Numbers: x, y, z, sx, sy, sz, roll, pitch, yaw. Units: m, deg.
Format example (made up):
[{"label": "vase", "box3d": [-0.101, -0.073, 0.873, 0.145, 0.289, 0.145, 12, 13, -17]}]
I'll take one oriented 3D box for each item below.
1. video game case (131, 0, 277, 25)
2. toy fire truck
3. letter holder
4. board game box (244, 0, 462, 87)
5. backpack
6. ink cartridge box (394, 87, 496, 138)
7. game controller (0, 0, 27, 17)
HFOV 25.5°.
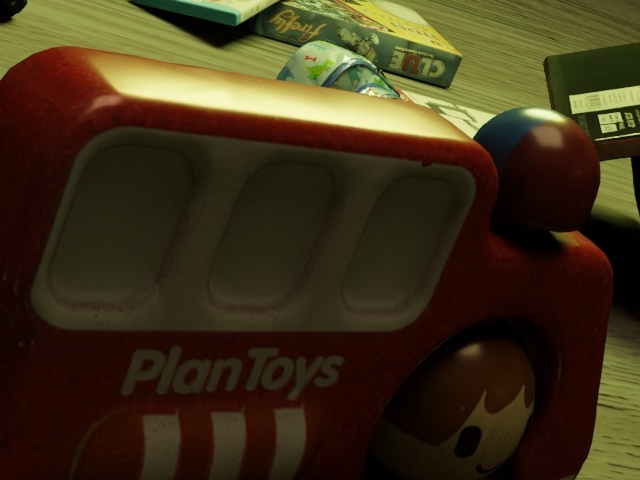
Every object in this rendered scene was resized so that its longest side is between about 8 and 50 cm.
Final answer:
[{"label": "video game case", "box3d": [-0.099, -0.259, 1.442, 0.119, 0.015, 0.166, 16, 30, 20]}, {"label": "toy fire truck", "box3d": [-0.002, 0.067, 0.497, 0.302, 0.254, 0.169, 4, 28, -41]}, {"label": "letter holder", "box3d": [0.287, -0.035, 1.230, 0.152, 0.214, 0.302, -8, 19, 9]}, {"label": "board game box", "box3d": [0.019, -0.246, 1.574, 0.243, 0.042, 0.165, 13, 23, -25]}, {"label": "backpack", "box3d": [0.012, -0.093, 1.078, 0.084, 0.105, 0.114, 32, 0, 29]}, {"label": "ink cartridge box", "box3d": [0.112, -0.075, 1.226, 0.150, 0.063, 0.109, 10, 24, -29]}, {"label": "game controller", "box3d": [-0.335, -0.307, 1.116, 0.166, 0.067, 0.319, 54, 2, 33]}]
